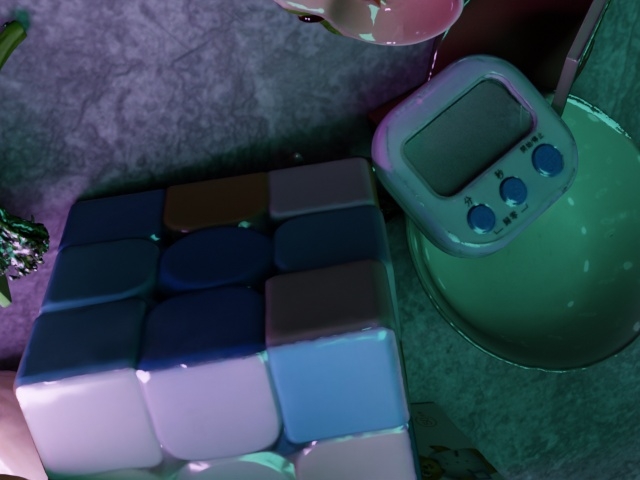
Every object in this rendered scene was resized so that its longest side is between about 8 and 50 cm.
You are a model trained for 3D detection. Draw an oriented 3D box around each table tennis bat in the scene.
[{"bbox_3d":[0.194,-0.206,1.381,0.310,0.038,0.200,-30,126,-6],"label":"table tennis bat"}]

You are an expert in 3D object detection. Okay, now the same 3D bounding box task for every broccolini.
[{"bbox_3d":[-0.304,-0.081,1.164,0.123,0.062,0.272,21,73,-54],"label":"broccolini"}]

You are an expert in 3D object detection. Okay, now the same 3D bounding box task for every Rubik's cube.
[{"bbox_3d":[-0.080,0.156,1.217,0.346,0.344,0.347,-8,119,2],"label":"Rubik's cube"}]

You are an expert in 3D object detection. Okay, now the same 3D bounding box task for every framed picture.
[{"bbox_3d":[0.318,-0.278,1.277,0.019,0.209,0.281,25,80,9],"label":"framed picture"}]

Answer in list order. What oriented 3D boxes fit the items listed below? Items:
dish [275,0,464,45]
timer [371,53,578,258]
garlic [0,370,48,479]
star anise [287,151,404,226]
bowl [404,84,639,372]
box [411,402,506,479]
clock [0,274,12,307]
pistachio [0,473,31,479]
[{"bbox_3d":[0.048,-0.289,1.225,0.213,0.213,0.090,19,73,-30],"label":"dish"},{"bbox_3d":[0.168,-0.092,1.283,0.208,0.069,0.191,-39,87,-19],"label":"timer"},{"bbox_3d":[-0.376,0.302,1.312,0.249,0.286,0.313,-1,119,27],"label":"garlic"},{"bbox_3d":[-0.001,0.000,1.375,0.230,0.081,0.262,-18,121,-13],"label":"star anise"},{"bbox_3d":[0.233,0.000,1.398,0.337,0.157,0.337,4,75,-15],"label":"bowl"},{"bbox_3d":[0.033,0.327,1.470,0.341,0.225,0.143,-2,114,-23],"label":"box"},{"bbox_3d":[-0.481,0.046,1.176,0.255,0.106,0.220,-38,123,-2],"label":"clock"},{"bbox_3d":[-0.243,0.321,0.994,0.197,0.288,0.166,-25,130,-41],"label":"pistachio"}]
